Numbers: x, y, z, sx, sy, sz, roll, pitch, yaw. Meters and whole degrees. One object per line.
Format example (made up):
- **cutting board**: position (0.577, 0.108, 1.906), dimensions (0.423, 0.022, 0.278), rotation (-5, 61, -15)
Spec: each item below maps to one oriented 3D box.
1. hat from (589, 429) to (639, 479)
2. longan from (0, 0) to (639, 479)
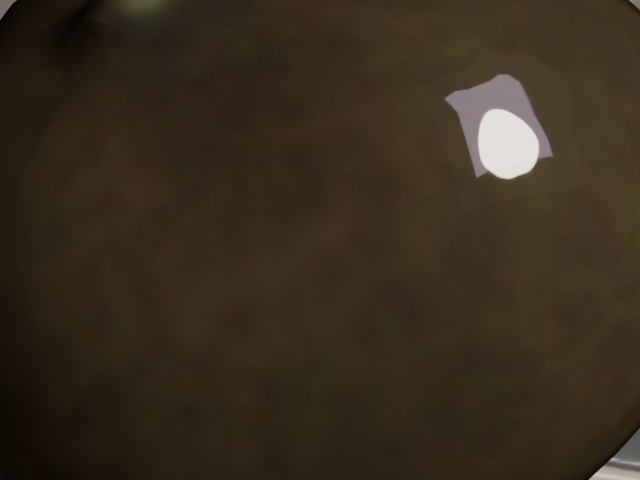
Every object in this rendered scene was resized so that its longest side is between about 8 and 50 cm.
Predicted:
- **hat**: position (0.120, 0.149, 0.471), dimensions (0.226, 0.164, 0.219), rotation (-8, 48, 3)
- **longan**: position (0.000, 0.000, 0.409), dimensions (0.189, 0.189, 0.189), rotation (17, 57, -28)
